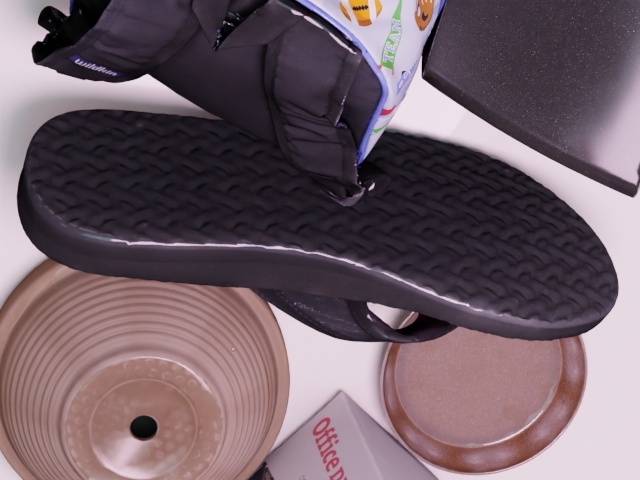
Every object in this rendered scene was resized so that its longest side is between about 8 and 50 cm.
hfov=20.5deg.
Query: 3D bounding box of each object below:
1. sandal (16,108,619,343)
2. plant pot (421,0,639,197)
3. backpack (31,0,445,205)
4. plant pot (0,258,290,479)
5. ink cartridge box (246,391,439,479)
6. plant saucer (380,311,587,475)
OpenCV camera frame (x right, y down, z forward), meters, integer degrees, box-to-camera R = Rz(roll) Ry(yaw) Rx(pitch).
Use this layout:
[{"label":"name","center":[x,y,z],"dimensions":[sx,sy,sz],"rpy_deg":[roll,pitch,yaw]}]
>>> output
[{"label":"sandal","center":[-0.001,-0.002,1.311],"dimensions":[0.446,0.167,0.107],"rpy_deg":[10,139,-10]},{"label":"plant pot","center":[0.168,-0.161,1.260],"dimensions":[0.167,0.187,0.188],"rpy_deg":[18,105,-2]},{"label":"backpack","center":[-0.032,-0.173,1.164],"dimensions":[0.276,0.263,0.213],"rpy_deg":[24,81,-6]},{"label":"plant pot","center":[-0.137,0.121,1.336],"dimensions":[0.237,0.110,0.237],"rpy_deg":[-2,108,-7]},{"label":"ink cartridge box","center":[-0.037,0.290,1.345],"dimensions":[0.306,0.226,0.131],"rpy_deg":[-43,110,5]},{"label":"plant saucer","center":[0.128,0.105,1.413],"dimensions":[0.168,0.029,0.168],"rpy_deg":[-3,109,-7]}]
